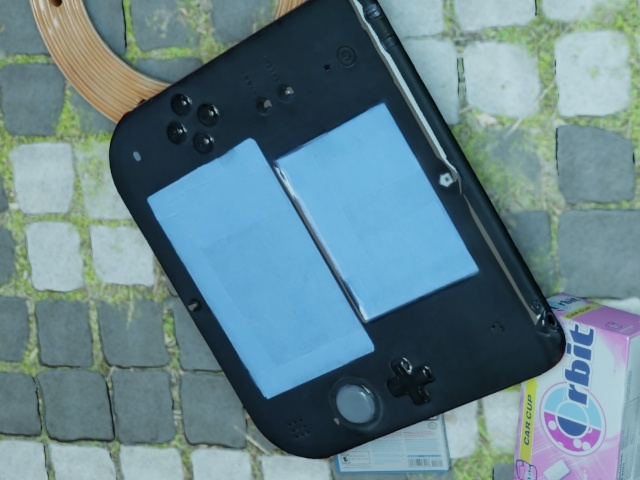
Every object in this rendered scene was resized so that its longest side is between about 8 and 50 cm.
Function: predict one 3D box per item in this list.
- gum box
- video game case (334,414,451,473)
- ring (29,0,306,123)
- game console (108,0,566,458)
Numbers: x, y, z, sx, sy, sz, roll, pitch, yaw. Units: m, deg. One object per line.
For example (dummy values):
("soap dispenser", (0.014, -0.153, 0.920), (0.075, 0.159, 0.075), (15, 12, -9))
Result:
("gum box", (0.241, 0.154, 1.354), (0.107, 0.062, 0.188), (16, 111, 39))
("video game case", (0.060, 0.149, 1.470), (0.119, 0.015, 0.166), (-4, 103, 24))
("ring", (-0.133, -0.259, 1.428), (0.336, 0.032, 0.336), (6, 107, 20))
("game console", (0.000, 0.000, 1.376), (0.342, 0.060, 0.386), (-26, 97, 38))
